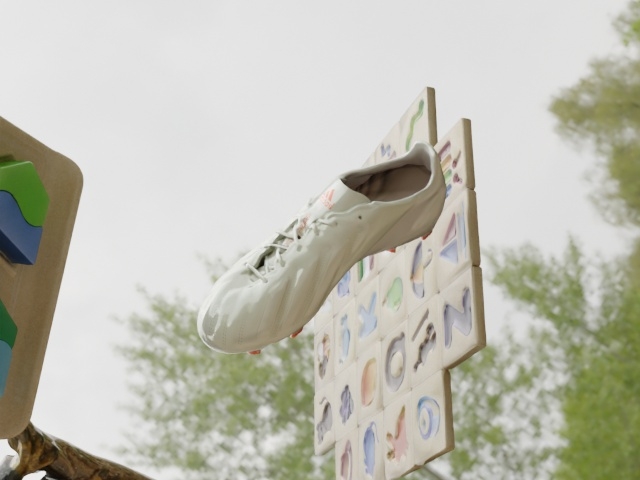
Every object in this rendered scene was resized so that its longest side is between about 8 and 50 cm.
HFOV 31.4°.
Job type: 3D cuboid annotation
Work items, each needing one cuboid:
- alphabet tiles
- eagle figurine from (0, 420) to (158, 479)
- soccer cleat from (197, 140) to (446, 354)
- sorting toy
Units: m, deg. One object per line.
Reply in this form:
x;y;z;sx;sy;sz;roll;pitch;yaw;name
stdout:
0.052;0.054;0.925;0.011;0.285;0.342;6;-24;-17;alphabet tiles
-0.246;0.274;0.808;0.225;0.226;0.298;109;-176;-71;eagle figurine
0.000;0.000;0.735;0.196;0.068;0.076;-33;-34;-21;soccer cleat
-0.217;0.008;0.658;0.208;0.038;0.193;35;-119;-59;sorting toy
